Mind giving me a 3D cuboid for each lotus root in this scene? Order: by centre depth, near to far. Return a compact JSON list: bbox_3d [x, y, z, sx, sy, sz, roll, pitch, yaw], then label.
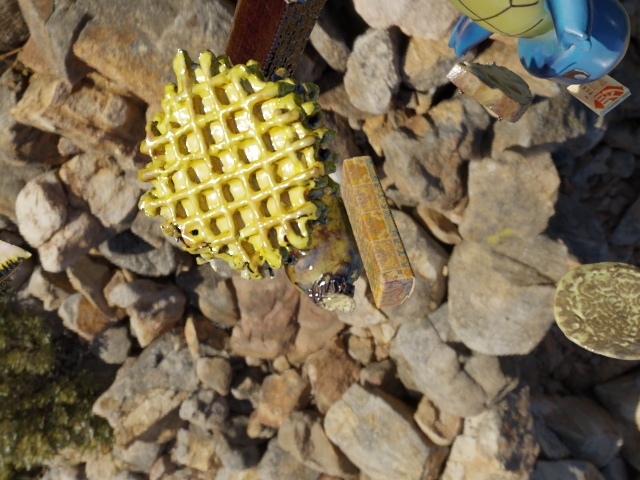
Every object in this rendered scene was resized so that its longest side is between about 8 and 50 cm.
[{"bbox_3d":[0.000,0.000,1.279,0.169,0.314,0.141,-25,144,22],"label":"lotus root"},{"bbox_3d":[0.426,-0.358,1.527,0.261,0.170,0.074,-17,153,-52],"label":"lotus root"}]

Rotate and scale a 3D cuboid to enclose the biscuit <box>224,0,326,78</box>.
[{"bbox_3d":[-0.072,-0.325,0.941,0.070,0.106,0.252,-26,169,-26],"label":"biscuit"}]

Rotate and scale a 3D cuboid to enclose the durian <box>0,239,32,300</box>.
[{"bbox_3d":[-0.582,0.093,0.914,0.305,0.196,0.185,-17,84,-32],"label":"durian"}]

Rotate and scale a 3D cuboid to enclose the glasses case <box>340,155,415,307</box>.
[{"bbox_3d":[0.079,-0.017,0.916,0.049,0.218,0.075,-10,146,-9],"label":"glasses case"}]

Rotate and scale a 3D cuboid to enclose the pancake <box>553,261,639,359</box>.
[{"bbox_3d":[0.270,0.061,0.578,0.115,0.115,0.011,-19,137,0],"label":"pancake"}]

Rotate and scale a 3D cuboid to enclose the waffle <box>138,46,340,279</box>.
[{"bbox_3d":[-0.076,-0.065,0.582,0.193,0.070,0.197,18,104,18],"label":"waffle"}]

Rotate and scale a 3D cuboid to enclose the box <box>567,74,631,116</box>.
[{"bbox_3d":[0.466,-0.250,1.064,0.058,0.093,0.015,-38,131,12],"label":"box"}]

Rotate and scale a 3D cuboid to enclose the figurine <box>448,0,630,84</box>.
[{"bbox_3d":[0.234,-0.361,0.833,0.243,0.298,0.416,-41,111,-15],"label":"figurine"}]
